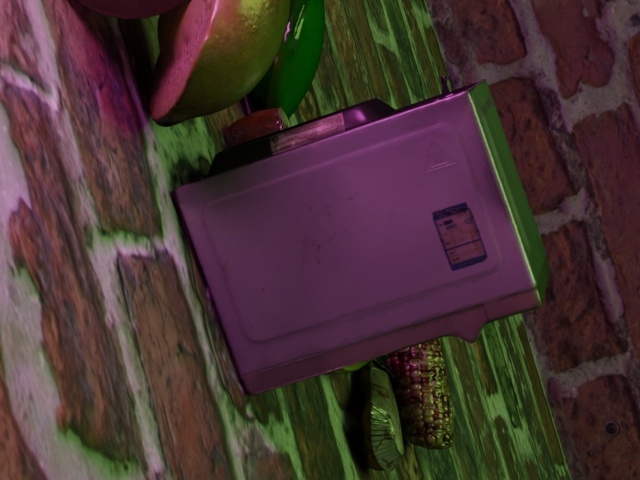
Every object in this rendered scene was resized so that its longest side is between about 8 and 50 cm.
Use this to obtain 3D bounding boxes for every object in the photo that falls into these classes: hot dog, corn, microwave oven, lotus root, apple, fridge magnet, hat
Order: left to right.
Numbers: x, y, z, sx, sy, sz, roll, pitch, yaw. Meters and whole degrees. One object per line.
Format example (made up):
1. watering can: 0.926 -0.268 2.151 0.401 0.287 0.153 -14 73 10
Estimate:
1. apple: -0.114 -0.204 1.652 0.193 0.120 0.265 -70 -164 -4
2. lotus root: -0.065 -0.104 1.960 0.112 0.081 0.122 45 30 -64
3. fridge magnet: -0.044 -0.262 2.101 0.208 0.088 0.208 17 90 -85
4. microwave oven: 0.057 -0.013 1.753 0.218 0.355 0.286 -40 110 -74
5. hat: 0.085 0.154 2.229 0.121 0.050 0.121 53 1 -1
6. hot dog: 0.081 0.247 2.120 0.191 0.059 0.108 -84 161 -69
7. corn: 0.147 0.186 2.354 0.098 0.098 0.290 34 41 -67

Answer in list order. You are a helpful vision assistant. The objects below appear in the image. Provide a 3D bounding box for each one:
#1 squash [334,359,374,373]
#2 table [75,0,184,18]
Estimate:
1. squash: 0.038 0.141 2.070 0.200 0.090 0.075 -50 154 -58
2. table: -0.203 -0.364 1.626 0.226 0.167 0.167 -96 162 -52
